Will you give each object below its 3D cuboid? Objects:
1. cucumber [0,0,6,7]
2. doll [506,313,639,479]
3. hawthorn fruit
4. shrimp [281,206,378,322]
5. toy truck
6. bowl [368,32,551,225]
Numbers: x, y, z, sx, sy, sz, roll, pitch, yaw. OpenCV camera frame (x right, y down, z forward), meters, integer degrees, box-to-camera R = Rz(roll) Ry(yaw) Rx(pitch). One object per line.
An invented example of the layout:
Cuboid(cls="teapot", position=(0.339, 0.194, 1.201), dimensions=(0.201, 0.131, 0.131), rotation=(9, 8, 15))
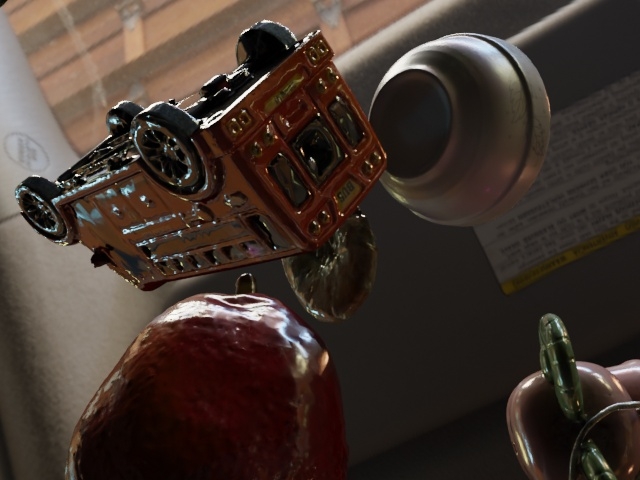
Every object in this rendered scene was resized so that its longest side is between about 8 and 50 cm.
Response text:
Cuboid(cls="cucumber", position=(-0.338, -0.190, 0.651), dimensions=(0.250, 0.056, 0.056), rotation=(-27, -132, -18))
Cuboid(cls="doll", position=(0.343, 0.226, 0.994), dimensions=(0.216, 0.268, 0.284), rotation=(-20, -104, 10))
Cuboid(cls="hawthorn fruit", position=(-0.095, 0.178, 0.802), dimensions=(0.265, 0.265, 0.307), rotation=(-10, -128, 25))
Cuboid(cls="shrimp", position=(0.000, 0.000, 1.163), dimensions=(0.168, 0.077, 0.317), rotation=(-61, -147, 16))
Cuboid(cls="toy truck", position=(-0.085, -0.037, 0.499), dimensions=(0.252, 0.114, 0.107), rotation=(-13, -150, 49))
Cuboid(cls="bowl", position=(0.174, -0.163, 1.165), dimensions=(0.287, 0.143, 0.287), rotation=(2, -87, 46))
